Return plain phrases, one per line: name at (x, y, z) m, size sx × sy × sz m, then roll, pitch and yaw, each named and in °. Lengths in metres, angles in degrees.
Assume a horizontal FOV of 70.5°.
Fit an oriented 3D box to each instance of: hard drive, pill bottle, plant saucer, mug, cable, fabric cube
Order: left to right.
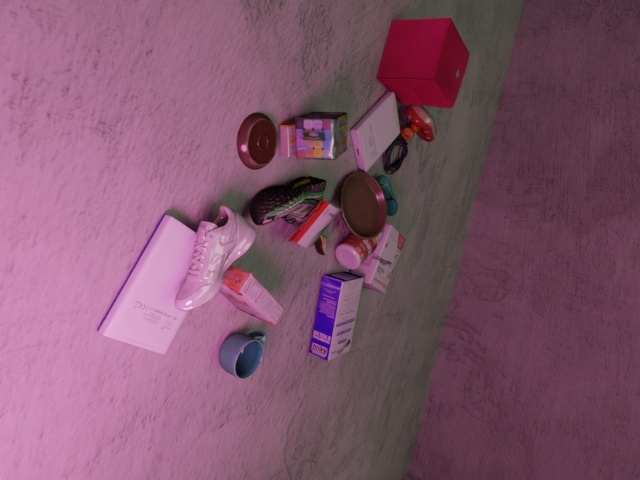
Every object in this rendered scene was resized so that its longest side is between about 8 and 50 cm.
hard drive at (-0.405, 0.120, 1.178) m, size 0.210 × 0.040 × 0.319 m, roll 45°, pitch 66°, yaw -53°
mug at (-0.252, 0.360, 1.453) m, size 0.157 × 0.097 × 0.130 m, roll -6°, pitch 108°, yaw -56°
plant saucer at (-0.179, -0.293, 1.350) m, size 0.168 × 0.029 × 0.169 m, roll -30°, pitch 128°, yaw -48°
pill bottle at (0.167, 0.016, 1.905) m, size 0.216 × 0.121 × 0.121 m, roll -42°, pitch 135°, yaw -39°
plant saucer at (0.168, -0.139, 1.836) m, size 0.277 × 0.041 × 0.278 m, roll 8°, pitch 78°, yaw -42°
hard drive at (0.234, -0.451, 1.881) m, size 0.308 × 0.040 × 0.203 m, roll -51°, pitch 140°, yaw -32°
cable at (0.342, -0.399, 2.067) m, size 0.184 × 0.047 × 0.151 m, roll -46°, pitch 133°, yaw -30°
fabric cube at (0.424, -0.719, 1.851) m, size 0.258 × 0.258 × 0.254 m, roll 17°, pitch 90°, yaw -57°

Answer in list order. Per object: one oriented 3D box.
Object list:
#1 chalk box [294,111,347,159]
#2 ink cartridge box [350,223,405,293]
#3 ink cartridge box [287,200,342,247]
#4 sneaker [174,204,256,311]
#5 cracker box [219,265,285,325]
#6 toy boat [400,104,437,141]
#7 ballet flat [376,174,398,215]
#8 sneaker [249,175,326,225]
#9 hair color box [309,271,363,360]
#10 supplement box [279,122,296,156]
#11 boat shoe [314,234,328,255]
chalk box at (-0.001, -0.331, 1.446) m, size 0.213 × 0.132 × 0.132 m, roll -51°, pitch 144°, yaw -61°
ink cartridge box at (0.263, 0.079, 2.076) m, size 0.207 × 0.117 × 0.283 m, roll 35°, pitch 74°, yaw -56°
ink cartridge box at (-0.014, -0.053, 1.539) m, size 0.181 × 0.056 × 0.224 m, roll -50°, pitch 176°, yaw 10°
sneaker at (-0.300, 0.040, 1.187) m, size 0.152 × 0.114 × 0.305 m, roll 53°, pitch 55°, yaw -35°
cracker box at (-0.225, 0.159, 1.355) m, size 0.067 × 0.155 × 0.232 m, roll -58°, pitch 143°, yaw -21°
toy boat at (0.434, -0.521, 2.079) m, size 0.151 × 0.151 × 0.231 m, roll -37°, pitch 157°, yaw 8°
ballet flat at (0.306, -0.210, 2.057) m, size 0.247 × 0.083 × 0.087 m, roll 56°, pitch 43°, yaw -52°
sneaker at (-0.090, -0.104, 1.464) m, size 0.343 × 0.134 × 0.147 m, roll -26°, pitch 125°, yaw -49°
hair color box at (0.067, 0.310, 1.896) m, size 0.185 × 0.110 × 0.339 m, roll -3°, pitch 104°, yaw -57°
supplement box at (-0.098, -0.322, 1.448) m, size 0.062 × 0.036 × 0.099 m, roll -28°, pitch 125°, yaw -50°
boat shoe at (0.000, 0.000, 1.723) m, size 0.045 × 0.050 × 0.135 m, roll -57°, pitch 153°, yaw -29°
